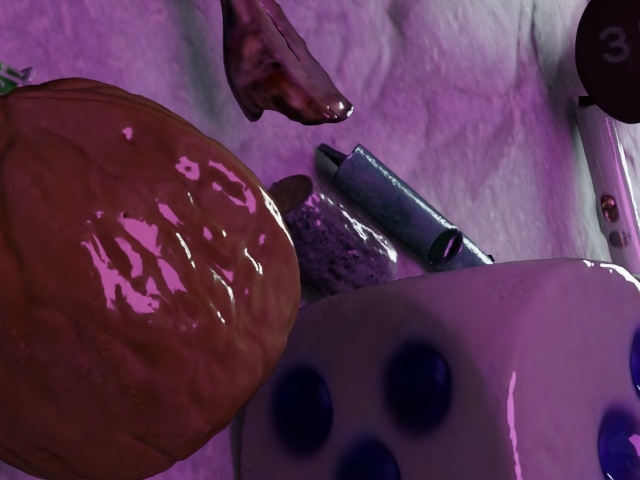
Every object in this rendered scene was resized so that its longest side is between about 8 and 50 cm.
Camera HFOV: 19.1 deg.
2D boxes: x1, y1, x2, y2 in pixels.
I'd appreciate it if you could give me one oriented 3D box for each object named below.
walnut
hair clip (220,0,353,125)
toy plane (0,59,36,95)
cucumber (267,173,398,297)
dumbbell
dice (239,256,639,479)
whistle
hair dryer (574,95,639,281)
[{"bbox_3d":[-0.126,0.018,1.024,0.228,0.228,0.228,20,64,-48],"label":"walnut"},{"bbox_3d":[-0.076,-0.201,1.262,0.173,0.069,0.300,-21,85,-57],"label":"hair clip"},{"bbox_3d":[-0.226,-0.131,1.044,0.174,0.080,0.174,16,70,-49],"label":"toy plane"},{"bbox_3d":[0.002,0.001,1.316,0.112,0.064,0.064,37,52,-37],"label":"cucumber"},{"bbox_3d":[0.321,-0.169,1.683,0.225,0.140,0.124,-8,91,-64],"label":"dumbbell"},{"bbox_3d":[0.105,0.154,1.255,0.259,0.243,0.251,2,78,-49],"label":"dice"},{"bbox_3d":[0.065,-0.019,1.417,0.186,0.039,0.039,39,51,-39],"label":"whistle"},{"bbox_3d":[0.266,-0.015,1.668,0.131,0.073,0.236,0,71,-54],"label":"hair dryer"}]
